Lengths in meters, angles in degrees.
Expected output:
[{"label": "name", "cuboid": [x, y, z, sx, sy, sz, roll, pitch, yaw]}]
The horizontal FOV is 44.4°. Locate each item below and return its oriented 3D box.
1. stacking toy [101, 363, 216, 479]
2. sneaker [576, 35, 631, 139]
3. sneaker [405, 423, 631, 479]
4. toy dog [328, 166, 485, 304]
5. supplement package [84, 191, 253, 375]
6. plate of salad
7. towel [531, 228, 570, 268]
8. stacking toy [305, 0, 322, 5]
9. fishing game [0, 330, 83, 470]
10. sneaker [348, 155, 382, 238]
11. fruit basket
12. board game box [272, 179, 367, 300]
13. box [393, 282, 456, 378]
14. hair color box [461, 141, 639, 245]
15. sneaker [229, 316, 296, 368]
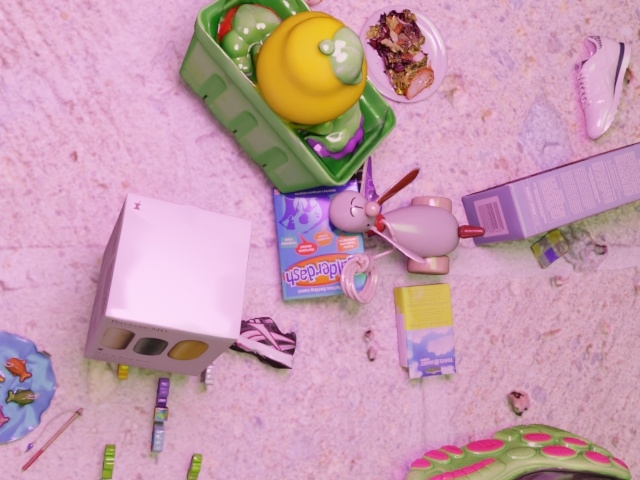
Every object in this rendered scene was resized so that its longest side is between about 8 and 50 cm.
[{"label": "stacking toy", "cuboid": [-0.281, 0.305, 1.364, 0.167, 0.052, 0.221, 9, 85, -17]}, {"label": "sneaker", "cuboid": [0.601, -0.333, 1.710, 0.095, 0.090, 0.235, 15, 77, -5]}, {"label": "sneaker", "cuboid": [0.383, 0.493, 1.542, 0.483, 0.185, 0.202, -4, 106, -17]}, {"label": "toy dog", "cuboid": [0.176, -0.022, 1.428, 0.334, 0.161, 0.220, -18, 98, -50]}, {"label": "supplement package", "cuboid": [-0.248, 0.082, 1.251, 0.199, 0.263, 0.198, 13, 64, -18]}, {"label": "plate of salad", "cuboid": [0.171, -0.377, 1.570, 0.200, 0.048, 0.199, 1, 86, -19]}, {"label": "towel", "cuboid": [0.492, 0.017, 1.677, 0.083, 0.009, 0.060, -31, 98, -19]}, {"label": "stacking toy", "cuboid": [-0.118, -0.516, 1.439, 0.302, 0.175, 0.165, 26, 75, -30]}, {"label": "fishing game", "cuboid": [-0.527, 0.243, 1.283, 0.189, 0.041, 0.264, -46, 102, -14]}, {"label": "sneaker", "cuboid": [0.087, -0.089, 1.522, 0.071, 0.068, 0.169, -5, 97, -35]}, {"label": "fruit basket", "cuboid": [-0.024, -0.282, 1.302, 0.392, 0.392, 0.283, 49, 49, -10]}, {"label": "board game box", "cuboid": [0.000, 0.000, 1.458, 0.160, 0.047, 0.210, -6, 88, 0]}, {"label": "box", "cuboid": [0.207, 0.176, 1.546, 0.109, 0.042, 0.178, -4, 88, -19]}, {"label": "hair color box", "cuboid": [0.501, -0.098, 1.594, 0.375, 0.185, 0.113, -17, 91, -20]}, {"label": "sneaker", "cuboid": [-0.121, 0.169, 1.426, 0.178, 0.072, 0.077, 30, 65, -23]}]
